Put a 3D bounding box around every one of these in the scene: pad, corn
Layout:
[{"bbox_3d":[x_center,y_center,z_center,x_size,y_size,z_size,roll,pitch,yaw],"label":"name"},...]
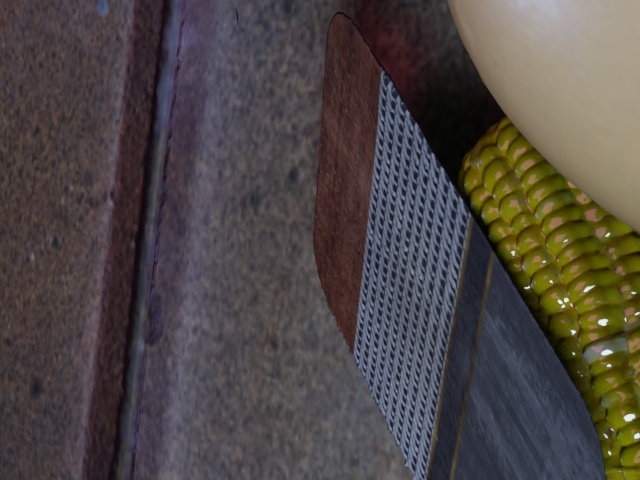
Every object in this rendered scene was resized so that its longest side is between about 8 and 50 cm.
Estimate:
[{"bbox_3d":[0.022,-0.010,0.558,0.323,0.055,0.250,68,177,-49],"label":"pad"},{"bbox_3d":[0.113,0.052,0.542,0.080,0.080,0.231,-44,55,41],"label":"corn"}]

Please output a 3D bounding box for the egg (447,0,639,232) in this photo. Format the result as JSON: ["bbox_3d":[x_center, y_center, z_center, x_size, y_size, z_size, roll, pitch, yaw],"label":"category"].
[{"bbox_3d":[0.150,-0.075,0.407,0.244,0.201,0.201,41,119,34],"label":"egg"}]
